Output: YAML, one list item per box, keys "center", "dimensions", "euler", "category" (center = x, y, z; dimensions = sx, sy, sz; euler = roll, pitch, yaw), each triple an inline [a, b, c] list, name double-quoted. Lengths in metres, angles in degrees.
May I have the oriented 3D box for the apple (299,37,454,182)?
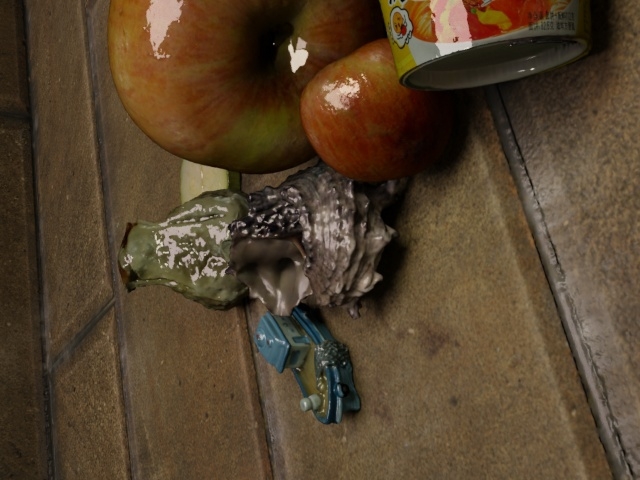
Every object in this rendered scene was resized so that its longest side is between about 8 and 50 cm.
- center: [0.076, -0.165, 0.944]
  dimensions: [0.160, 0.195, 0.173]
  euler: [36, 154, 59]
  category: "apple"

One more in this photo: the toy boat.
- center: [-0.024, 0.190, 1.146]
  dimensions: [0.238, 0.098, 0.109]
  euler: [52, 131, 43]
  category: "toy boat"

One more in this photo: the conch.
- center: [-0.002, 0.009, 1.092]
  dimensions: [0.313, 0.186, 0.241]
  euler: [-25, 74, 30]
  category: "conch"

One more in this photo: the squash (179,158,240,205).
- center: [-0.227, -0.114, 1.527]
  dimensions: [0.219, 0.041, 0.219]
  euler: [3, 94, 54]
  category: "squash"

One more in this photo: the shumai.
- center: [-0.235, 0.023, 1.352]
  dimensions: [0.260, 0.222, 0.225]
  euler: [-31, 73, 42]
  category: "shumai"

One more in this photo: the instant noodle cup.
- center: [0.169, -0.281, 0.797]
  dimensions: [0.264, 0.264, 0.200]
  euler: [-8, 90, 55]
  category: "instant noodle cup"

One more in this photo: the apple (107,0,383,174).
- center: [-0.111, -0.292, 1.071]
  dimensions: [0.333, 0.400, 0.400]
  euler: [36, 116, 59]
  category: "apple"
